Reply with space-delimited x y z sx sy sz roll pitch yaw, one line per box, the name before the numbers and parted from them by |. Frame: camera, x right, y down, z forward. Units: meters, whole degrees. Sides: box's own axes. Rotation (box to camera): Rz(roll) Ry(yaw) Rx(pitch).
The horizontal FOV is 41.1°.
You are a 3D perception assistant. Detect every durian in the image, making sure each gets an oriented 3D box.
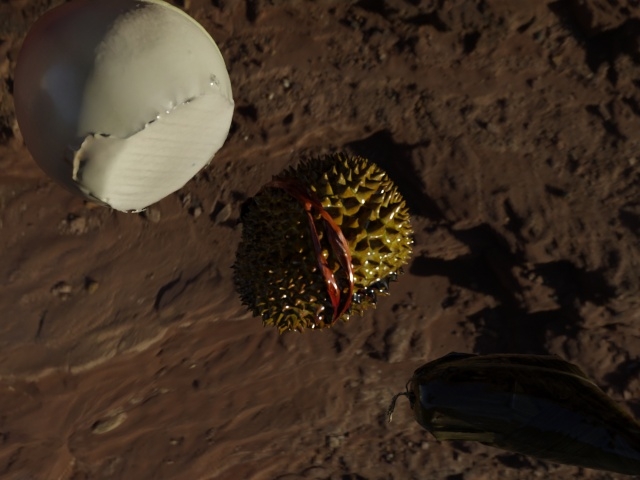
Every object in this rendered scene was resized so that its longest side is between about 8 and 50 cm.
durian | -0.002 0.001 1.584 0.347 0.347 0.384 36 63 -6

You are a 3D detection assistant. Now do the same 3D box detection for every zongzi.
zongzi | 0.232 0.201 0.943 0.247 0.241 0.111 4 101 -21

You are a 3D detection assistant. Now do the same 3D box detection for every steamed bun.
steamed bun | -0.293 -0.216 1.193 0.309 0.309 0.309 4 76 -16
